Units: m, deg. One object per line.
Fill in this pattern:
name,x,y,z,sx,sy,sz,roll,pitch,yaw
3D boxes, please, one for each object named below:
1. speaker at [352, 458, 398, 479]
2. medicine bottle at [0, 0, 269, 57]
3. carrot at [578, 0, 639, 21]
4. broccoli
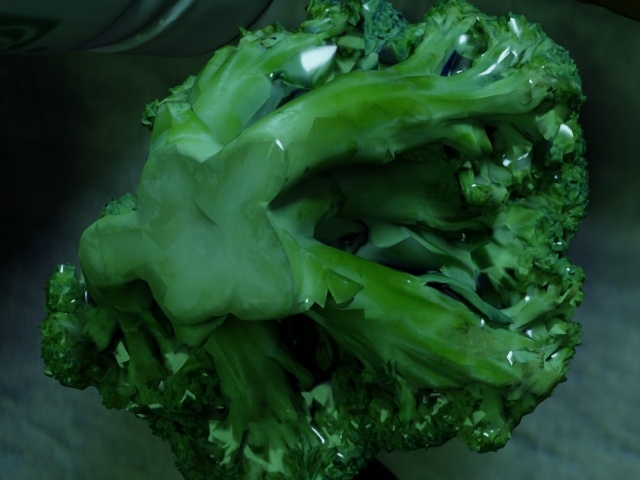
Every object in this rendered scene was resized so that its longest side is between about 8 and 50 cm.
speaker,0.013,0.180,0.630,0.218,0.044,0.082,40,115,22
medicine bottle,-0.182,-0.209,0.540,0.212,0.325,0.212,5,100,32
carrot,0.125,-0.173,0.479,0.301,0.114,0.114,29,110,29
broccoli,0.000,0.000,0.497,0.294,0.245,0.265,-44,73,25
